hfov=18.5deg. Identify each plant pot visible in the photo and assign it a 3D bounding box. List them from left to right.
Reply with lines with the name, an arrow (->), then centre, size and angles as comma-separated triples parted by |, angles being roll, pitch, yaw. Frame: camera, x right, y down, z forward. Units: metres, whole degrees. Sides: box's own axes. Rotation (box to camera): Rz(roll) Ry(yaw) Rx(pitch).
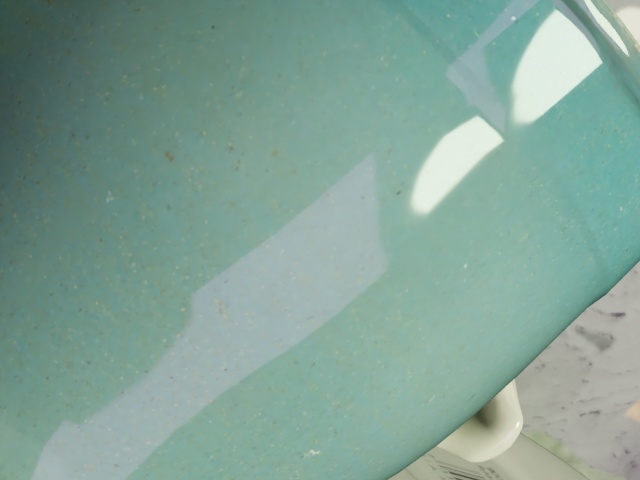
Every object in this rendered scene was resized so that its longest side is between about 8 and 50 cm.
plant pot -> -0.046, -0.007, 0.728 | 0.255, 0.271, 0.271 | -47, 131, -8

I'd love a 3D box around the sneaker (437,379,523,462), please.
sneaker -> 0.000, 0.000, 0.923 | 0.114, 0.152, 0.305 | -43, 128, 11

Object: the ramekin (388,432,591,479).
ramekin -> 0.058, 0.181, 1.010 | 0.277, 0.277, 0.135 | 20, 106, -34
